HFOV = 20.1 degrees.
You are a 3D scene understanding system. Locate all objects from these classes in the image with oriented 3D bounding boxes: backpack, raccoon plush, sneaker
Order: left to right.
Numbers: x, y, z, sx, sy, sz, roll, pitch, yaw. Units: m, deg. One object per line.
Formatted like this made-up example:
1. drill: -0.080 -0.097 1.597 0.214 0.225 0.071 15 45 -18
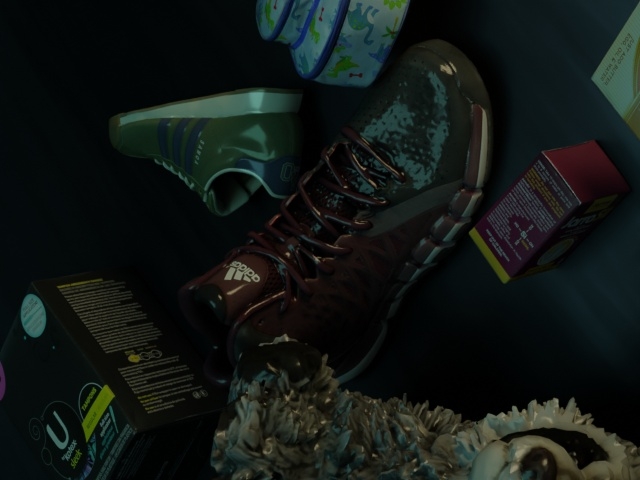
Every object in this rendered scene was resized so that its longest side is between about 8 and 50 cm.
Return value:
1. sneaker: -0.086 -0.059 1.325 0.192 0.064 0.086 -6 89 44
2. sneaker: 0.000 0.000 1.177 0.106 0.162 0.281 45 127 31
3. backpack: 0.007 -0.157 1.168 0.114 0.084 0.105 -110 35 -51
4. raccoon plush: 0.082 0.198 1.170 0.299 0.446 0.216 9 79 3

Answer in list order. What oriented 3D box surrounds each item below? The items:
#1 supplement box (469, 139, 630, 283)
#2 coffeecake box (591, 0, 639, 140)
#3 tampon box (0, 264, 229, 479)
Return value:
1. supplement box: 0.140 -0.017 1.107 0.043 0.055 0.083 56 133 20
2. coffeecake box: 0.247 -0.070 0.956 0.185 0.068 0.142 56 145 22
3. tampon box: -0.169 0.120 1.422 0.161 0.101 0.120 50 129 28
